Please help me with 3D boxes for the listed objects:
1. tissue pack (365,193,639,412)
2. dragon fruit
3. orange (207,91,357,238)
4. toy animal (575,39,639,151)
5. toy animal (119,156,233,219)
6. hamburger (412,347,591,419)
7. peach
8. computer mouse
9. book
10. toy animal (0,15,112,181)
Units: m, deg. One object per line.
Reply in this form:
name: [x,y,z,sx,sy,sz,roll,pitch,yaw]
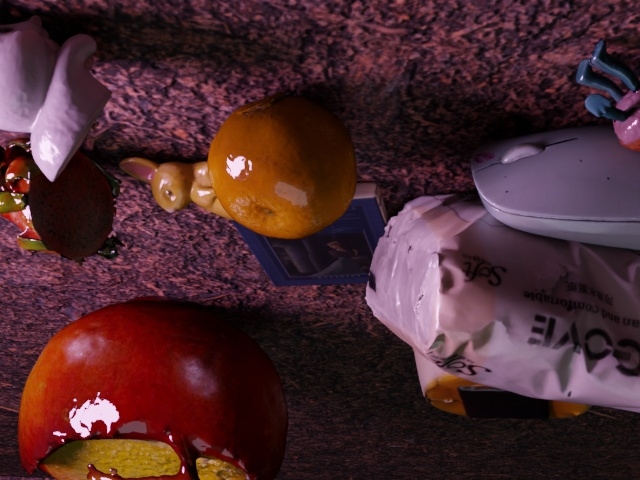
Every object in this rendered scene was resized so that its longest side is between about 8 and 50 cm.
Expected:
tissue pack: [0.253,0.070,1.056,0.376,0.195,0.390,13,-176,-4]
dragon fruit: [-0.297,-0.055,1.048,0.175,0.138,0.142,24,120,18]
orange: [-0.035,-0.076,0.970,0.155,0.134,0.154,16,143,12]
toy animal: [0.336,-0.122,0.880,0.208,0.100,0.103,11,-172,-12]
toy animal: [-0.145,-0.061,1.073,0.159,0.070,0.083,7,157,-2]
hamburger: [0.275,0.153,1.396,0.294,0.179,0.276,-3,153,17]
peach: [-0.250,0.244,1.466,0.406,0.310,0.335,0,152,18]
computer mouse: [0.298,-0.066,0.958,0.289,0.159,0.097,9,124,-3]
book: [0.000,0.000,1.247,0.191,0.025,0.269,-3,156,11]
toy animal: [-0.294,-0.161,0.851,0.221,0.130,0.104,32,-176,-7]
